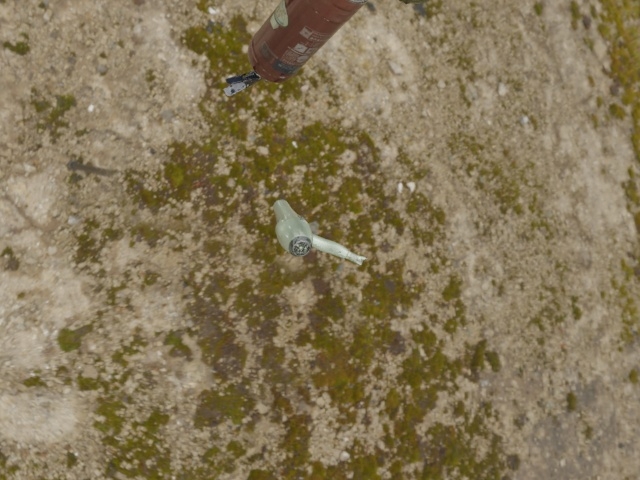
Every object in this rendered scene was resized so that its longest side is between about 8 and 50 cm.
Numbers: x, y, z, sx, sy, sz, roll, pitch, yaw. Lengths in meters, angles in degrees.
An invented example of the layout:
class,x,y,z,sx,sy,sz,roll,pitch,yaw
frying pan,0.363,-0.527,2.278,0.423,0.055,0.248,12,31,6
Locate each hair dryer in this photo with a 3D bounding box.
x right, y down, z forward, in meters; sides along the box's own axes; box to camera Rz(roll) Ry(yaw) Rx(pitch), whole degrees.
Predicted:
class,x,y,z,sx,sy,sz,roll,pitch,yaw
hair dryer,-0.027,-0.023,1.381,0.267,0.092,0.229,15,26,-46

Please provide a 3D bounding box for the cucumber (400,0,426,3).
class,x,y,z,sx,sy,sz,roll,pitch,yaw
cucumber,0.295,-0.740,1.497,0.105,0.145,0.325,39,19,1

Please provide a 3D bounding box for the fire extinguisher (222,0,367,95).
class,x,y,z,sx,sy,sz,roll,pitch,yaw
fire extinguisher,-0.066,-0.350,0.906,0.138,0.344,0.102,-33,95,-39
